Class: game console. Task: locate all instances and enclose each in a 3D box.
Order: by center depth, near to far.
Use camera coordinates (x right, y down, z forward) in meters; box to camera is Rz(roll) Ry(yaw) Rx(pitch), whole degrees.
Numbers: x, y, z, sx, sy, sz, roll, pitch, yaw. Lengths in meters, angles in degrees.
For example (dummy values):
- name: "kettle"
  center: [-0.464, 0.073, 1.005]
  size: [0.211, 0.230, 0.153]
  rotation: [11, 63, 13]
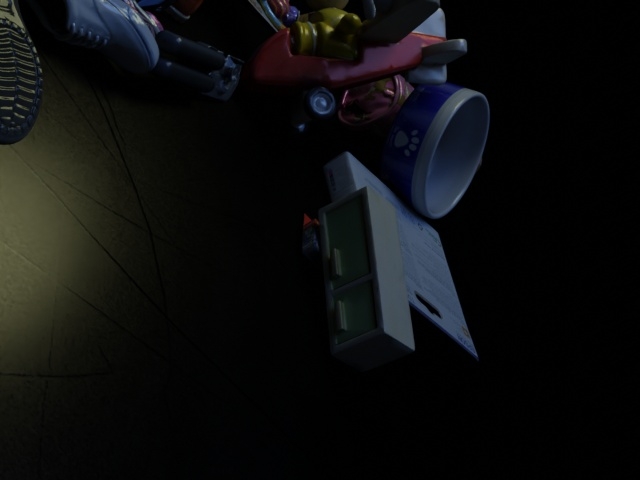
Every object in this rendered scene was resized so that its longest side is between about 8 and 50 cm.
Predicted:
- name: "game console"
  center: [-0.288, -0.393, 1.704]
  size: [0.122, 0.107, 0.071]
  rotation: [-66, 148, -64]

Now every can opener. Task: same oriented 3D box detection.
- name: "can opener"
  center: [-0.205, -0.278, 1.715]
  size: [0.095, 0.076, 0.283]
  rotation: [28, 8, 19]

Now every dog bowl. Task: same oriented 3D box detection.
- name: "dog bowl"
  center: [0.228, -0.182, 2.167]
  size: [0.104, 0.265, 0.265]
  rotation: [23, 9, 25]

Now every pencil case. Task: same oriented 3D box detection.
- name: "pencil case"
  center: [0.198, -0.234, 2.371]
  size: [0.386, 0.160, 0.167]
  rotation: [30, 25, -47]

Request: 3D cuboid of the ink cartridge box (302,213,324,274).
- name: "ink cartridge box"
  center: [0.000, 0.000, 1.806]
  size: [0.063, 0.029, 0.115]
  rotation: [45, 25, -27]

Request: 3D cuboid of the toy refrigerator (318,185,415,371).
- name: "toy refrigerator"
  center: [0.067, 0.057, 1.714]
  size: [0.094, 0.102, 0.270]
  rotation: [34, 41, -44]

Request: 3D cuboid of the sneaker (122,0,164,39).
- name: "sneaker"
  center: [-0.299, -0.332, 1.597]
  size: [0.178, 0.072, 0.077]
  rotation: [40, 33, -26]

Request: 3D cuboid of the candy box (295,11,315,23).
- name: "candy box"
  center: [0.016, -0.403, 2.320]
  size: [0.186, 0.053, 0.109]
  rotation: [15, 72, -60]

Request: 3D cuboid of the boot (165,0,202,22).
- name: "boot"
  center: [-0.255, -0.440, 1.817]
  size: [0.158, 0.084, 0.059]
  rotation: [36, 31, -38]

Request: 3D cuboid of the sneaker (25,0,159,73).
- name: "sneaker"
  center: [-0.331, -0.303, 1.490]
  size: [0.258, 0.094, 0.091]
  rotation: [41, 50, -32]

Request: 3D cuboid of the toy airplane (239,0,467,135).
- name: "toy airplane"
  center: [0.069, -0.376, 1.999]
  size: [0.272, 0.386, 0.384]
  rotation: [69, 21, -1]

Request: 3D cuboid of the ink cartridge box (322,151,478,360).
- name: "ink cartridge box"
  center: [0.145, 0.041, 2.000]
  size: [0.324, 0.071, 0.330]
  rotation: [39, 29, -41]

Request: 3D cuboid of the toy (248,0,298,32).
- name: "toy"
  center: [-0.095, -0.496, 2.266]
  size: [0.237, 0.056, 0.137]
  rotation: [40, 28, -36]

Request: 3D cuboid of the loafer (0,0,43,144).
- name: "loafer"
  center: [-0.390, -0.231, 1.242]
  size: [0.102, 0.092, 0.269]
  rotation: [7, 68, -60]
